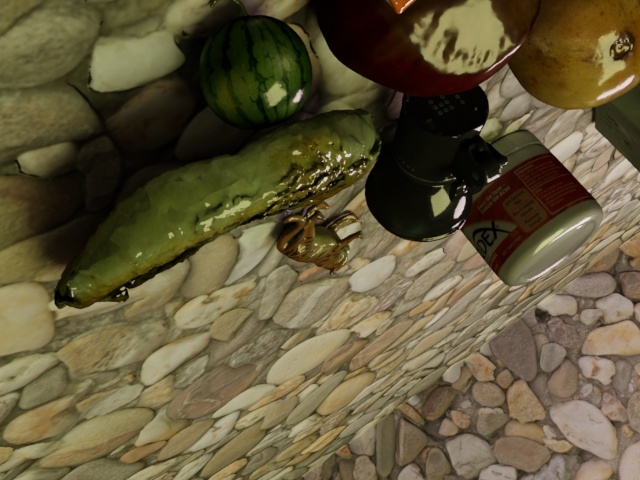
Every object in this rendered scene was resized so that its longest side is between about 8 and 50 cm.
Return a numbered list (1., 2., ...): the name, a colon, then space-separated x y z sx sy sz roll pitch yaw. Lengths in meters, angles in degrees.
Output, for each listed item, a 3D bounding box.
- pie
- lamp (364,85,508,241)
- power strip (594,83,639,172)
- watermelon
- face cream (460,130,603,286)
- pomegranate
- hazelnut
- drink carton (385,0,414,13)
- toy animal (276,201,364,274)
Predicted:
1. pie: -0.098 -0.032 0.732 0.371 0.078 0.296 -28 179 -8
2. lamp: 0.141 -0.109 0.894 0.147 0.172 0.227 -27 157 -16
3. power strip: 0.565 -0.233 1.266 0.139 0.140 0.224 -38 156 7
4. watermelon: -0.056 -0.149 0.642 0.109 0.109 0.109 -29 156 -14
5. face cream: 0.337 -0.050 1.245 0.201 0.187 0.201 -29 156 -14
6. pomegranate: 0.280 -0.240 0.830 0.196 0.196 0.196 -29 156 -14
7. hazelnut: 0.095 -0.218 0.668 0.202 0.160 0.170 9 129 -6
8. drink carton: 0.139 -0.332 0.492 0.351 0.111 0.154 -37 138 6
9. toy animal: 0.000 0.000 1.049 0.099 0.056 0.241 -42 157 17
